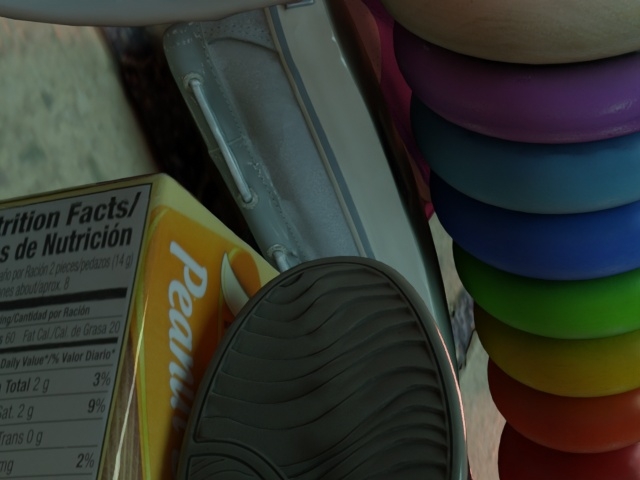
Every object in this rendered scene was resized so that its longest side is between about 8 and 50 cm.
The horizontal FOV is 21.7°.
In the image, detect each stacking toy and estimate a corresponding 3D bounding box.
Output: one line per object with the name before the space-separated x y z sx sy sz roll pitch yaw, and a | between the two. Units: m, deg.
stacking toy | 0.107 0.009 0.691 0.141 0.141 0.330 -62 150 -48

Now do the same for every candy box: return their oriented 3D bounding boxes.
candy box | -0.055 0.162 0.513 0.183 0.087 0.317 43 46 -50

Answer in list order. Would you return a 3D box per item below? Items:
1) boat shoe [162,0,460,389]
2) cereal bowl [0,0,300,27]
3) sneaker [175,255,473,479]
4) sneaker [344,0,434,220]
boat shoe | 0.000 0.000 0.669 0.079 0.081 0.228 -87 159 -59
cereal bowl | -0.035 -0.228 0.400 0.141 0.338 0.339 -40 118 -66
sneaker | 0.011 0.123 0.492 0.118 0.083 0.222 67 19 -63
sneaker | 0.061 -0.057 0.790 0.282 0.102 0.161 32 61 -45
